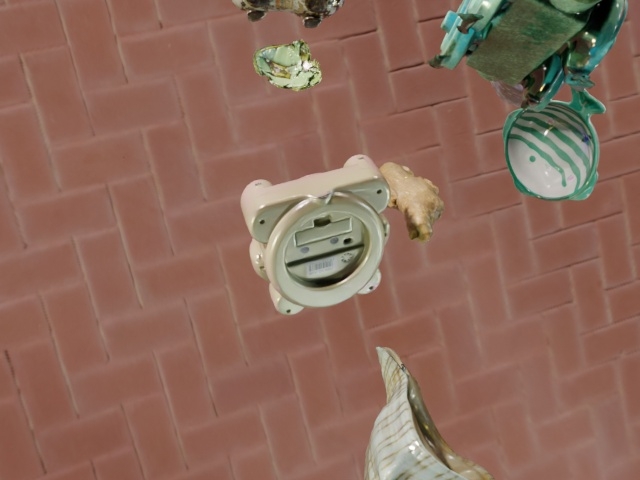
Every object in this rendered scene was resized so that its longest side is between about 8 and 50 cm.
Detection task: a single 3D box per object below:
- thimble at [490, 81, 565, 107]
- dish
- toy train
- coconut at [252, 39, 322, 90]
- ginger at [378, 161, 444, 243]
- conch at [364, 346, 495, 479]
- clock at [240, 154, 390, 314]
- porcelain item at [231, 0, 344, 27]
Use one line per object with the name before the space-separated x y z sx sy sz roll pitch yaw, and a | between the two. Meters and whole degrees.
thimble | 0.527 -0.455 1.763 0.205 0.172 0.237 11 87 6
dish | 0.469 -0.190 1.377 0.078 0.246 0.224 -21 60 -39
toy train | 0.175 -0.201 0.555 0.112 0.203 0.163 26 86 -3
coconut | -0.070 -0.393 1.604 0.158 0.055 0.133 26 57 -3
ginger | 0.199 -0.086 1.526 0.137 0.213 0.074 -27 140 -17
conch | 0.123 0.311 0.930 0.169 0.386 0.203 -36 145 -4
clock | 0.000 0.000 1.400 0.283 0.114 0.310 -16 133 -11
porcelain item | -0.084 -0.609 1.682 0.287 0.186 0.138 1 138 -3
